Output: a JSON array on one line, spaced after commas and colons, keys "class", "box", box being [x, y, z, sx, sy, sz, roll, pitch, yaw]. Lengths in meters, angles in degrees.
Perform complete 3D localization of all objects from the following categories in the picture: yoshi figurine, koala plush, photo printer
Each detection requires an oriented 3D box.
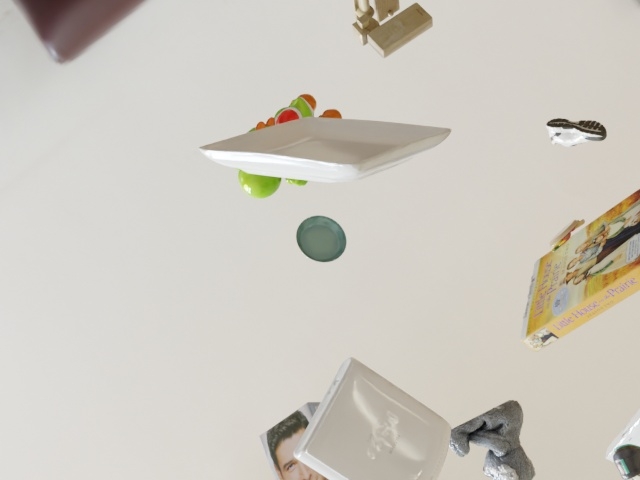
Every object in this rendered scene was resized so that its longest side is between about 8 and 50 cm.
[{"class": "yoshi figurine", "box": [-0.104, -0.227, 2.400, 0.203, 0.203, 0.362, -18, -166, 44]}, {"class": "koala plush", "box": [0.478, 0.554, 2.452, 0.203, 0.221, 0.196, -33, 164, 24]}, {"class": "photo printer", "box": [0.128, 0.442, 2.045, 0.256, 0.307, 0.107, -58, -171, -23]}]

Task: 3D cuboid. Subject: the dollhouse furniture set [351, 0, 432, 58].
[{"class": "dollhouse furniture set", "box": [0.133, -0.404, 1.771, 0.144, 0.151, 0.123, -35, 154, -10]}]

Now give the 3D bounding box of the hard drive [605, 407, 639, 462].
[{"class": "hard drive", "box": [0.780, 0.461, 1.945, 0.040, 0.307, 0.203, -57, 169, -43]}]

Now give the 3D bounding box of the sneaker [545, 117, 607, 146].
[{"class": "sneaker", "box": [0.437, -0.180, 1.587, 0.109, 0.044, 0.040, 16, -136, 43]}]

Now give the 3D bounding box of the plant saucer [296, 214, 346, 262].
[{"class": "plant saucer", "box": [0.000, 0.000, 2.143, 0.119, 0.119, 0.021, -35, 168, -27]}]

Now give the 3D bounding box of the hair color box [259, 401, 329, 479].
[{"class": "hair color box", "box": [0.007, 0.603, 2.281, 0.185, 0.375, 0.113, -39, 150, 26]}]

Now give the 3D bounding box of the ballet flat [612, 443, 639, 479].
[{"class": "ballet flat", "box": [0.596, 0.407, 1.662, 0.203, 0.074, 0.074, 14, 147, -35]}]

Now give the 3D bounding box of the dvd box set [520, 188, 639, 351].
[{"class": "dvd box set", "box": [0.672, 0.065, 2.298, 0.420, 0.062, 0.308, -43, -164, 44]}]

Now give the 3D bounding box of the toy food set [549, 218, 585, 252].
[{"class": "toy food set", "box": [0.496, -0.012, 1.895, 0.083, 0.020, 0.082, -39, 173, -47]}]

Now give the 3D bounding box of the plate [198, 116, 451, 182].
[{"class": "plate", "box": [0.012, -0.133, 1.375, 0.278, 0.045, 0.277, 9, -160, 35]}]
